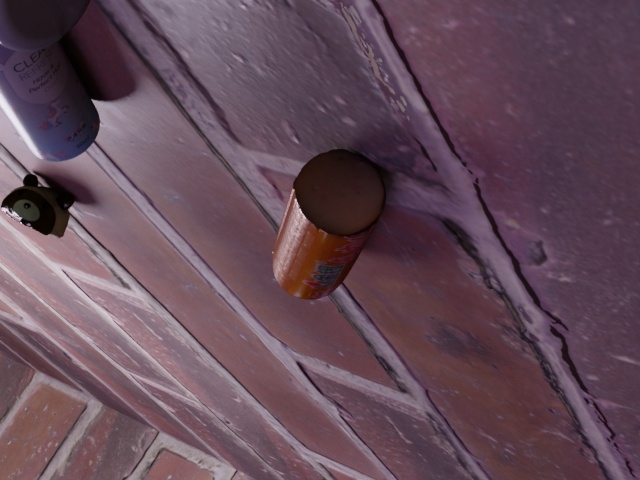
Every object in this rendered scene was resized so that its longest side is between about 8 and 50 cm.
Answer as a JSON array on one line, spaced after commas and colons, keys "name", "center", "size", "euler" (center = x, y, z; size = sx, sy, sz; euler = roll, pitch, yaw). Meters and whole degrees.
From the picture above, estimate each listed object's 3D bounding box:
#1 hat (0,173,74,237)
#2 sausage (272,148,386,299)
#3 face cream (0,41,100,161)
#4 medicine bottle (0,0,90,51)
[{"name": "hat", "center": [-0.342, -0.043, 1.389], "size": [0.077, 0.059, 0.076], "euler": [26, 177, 32]}, {"name": "sausage", "center": [0.000, 0.000, 0.945], "size": [0.071, 0.071, 0.234], "euler": [31, 161, 3]}, {"name": "face cream", "center": [-0.254, -0.153, 0.956], "size": [0.075, 0.075, 0.229], "euler": [25, 160, 19]}, {"name": "medicine bottle", "center": [-0.322, -0.239, 0.797], "size": [0.352, 0.110, 0.110], "euler": [25, 160, 21]}]
